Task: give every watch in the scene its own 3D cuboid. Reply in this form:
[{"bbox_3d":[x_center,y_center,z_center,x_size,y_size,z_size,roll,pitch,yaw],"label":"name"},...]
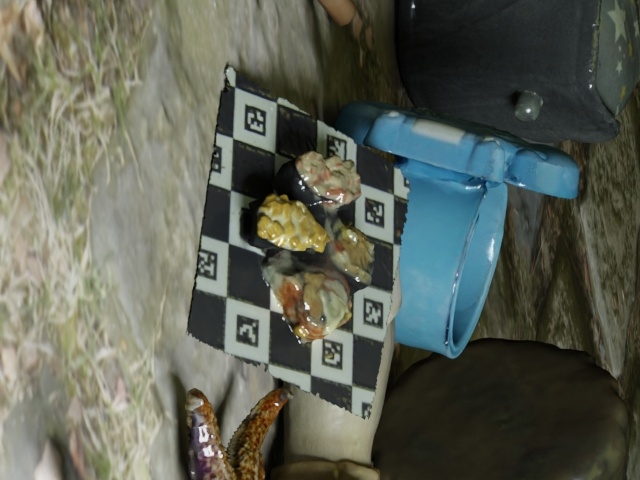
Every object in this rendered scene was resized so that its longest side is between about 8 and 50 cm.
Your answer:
[{"bbox_3d":[0.089,-0.006,1.625,0.211,0.211,0.193,-15,119,-72],"label":"watch"}]

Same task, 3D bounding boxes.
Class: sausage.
[{"bbox_3d":[0.005,-0.202,1.620,0.116,0.026,0.026,40,51,-68],"label":"sausage"}]

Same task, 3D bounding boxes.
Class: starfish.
[{"bbox_3d":[-0.063,0.194,1.331,0.238,0.057,0.213,-42,128,-66],"label":"starfish"}]

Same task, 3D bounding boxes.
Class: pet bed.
[{"bbox_3d":[0.181,-0.184,1.868,0.159,0.211,0.183,-54,141,-47],"label":"pet bed"}]

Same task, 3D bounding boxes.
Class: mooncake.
[{"bbox_3d":[0.158,0.192,1.744,0.228,0.228,0.124,-72,157,-46],"label":"mooncake"}]

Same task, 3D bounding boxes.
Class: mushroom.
[{"bbox_3d":[0.011,0.076,1.514,0.108,0.096,0.246,146,-53,-84],"label":"mushroom"}]

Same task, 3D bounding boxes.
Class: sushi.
[{"bbox_3d":[0.000,0.000,1.425,0.193,0.040,0.210,28,59,-35],"label":"sushi"}]
